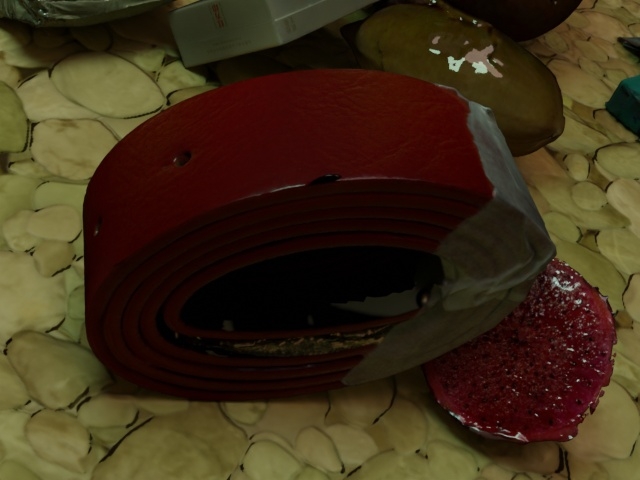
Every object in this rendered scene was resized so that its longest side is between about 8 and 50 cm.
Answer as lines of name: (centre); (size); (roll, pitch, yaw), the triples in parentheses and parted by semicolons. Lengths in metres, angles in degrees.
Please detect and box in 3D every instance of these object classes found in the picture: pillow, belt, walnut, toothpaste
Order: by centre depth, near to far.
belt: (0.000, 0.000, 0.710); (0.324, 0.227, 0.115); (-11, 51, -4)
pillow: (-0.204, -0.233, 0.976); (0.208, 0.053, 0.119); (-19, 27, -32)
walnut: (0.128, -0.162, 1.021); (0.245, 0.137, 0.137); (32, 43, 10)
toothpaste: (0.417, -0.230, 1.244); (0.045, 0.028, 0.170); (5, 15, -17)

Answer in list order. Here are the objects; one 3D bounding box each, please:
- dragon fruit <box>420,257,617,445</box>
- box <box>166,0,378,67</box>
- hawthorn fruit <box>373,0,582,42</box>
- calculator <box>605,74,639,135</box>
dragon fruit: (0.155, 0.084, 0.816); (0.153, 0.153, 0.111); (43, 4, 20)
box: (-0.032, -0.235, 1.018); (0.141, 0.058, 0.201); (-4, 21, 41)
hawthorn fruit: (0.188, -0.358, 1.134); (0.308, 0.308, 0.325); (46, 36, 22)
calculator: (0.489, -0.120, 1.190); (0.248, 0.058, 0.274); (-18, 56, -38)
